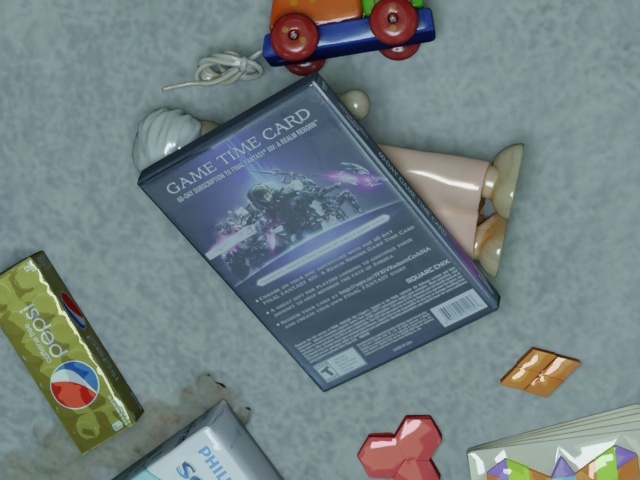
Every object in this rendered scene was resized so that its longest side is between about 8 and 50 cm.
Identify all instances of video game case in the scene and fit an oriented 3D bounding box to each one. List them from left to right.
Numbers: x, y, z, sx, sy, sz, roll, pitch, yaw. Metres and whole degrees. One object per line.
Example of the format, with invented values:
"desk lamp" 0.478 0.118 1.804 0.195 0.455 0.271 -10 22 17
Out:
"video game case" 0.000 0.000 1.623 0.196 0.026 0.274 -28 116 27

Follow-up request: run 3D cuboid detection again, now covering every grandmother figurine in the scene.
"grandmother figurine" -0.002 -0.048 1.665 0.342 0.104 0.208 12 111 4

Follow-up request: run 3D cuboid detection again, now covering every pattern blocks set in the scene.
"pattern blocks set" 0.226 0.240 1.716 0.325 0.026 0.285 -23 94 5

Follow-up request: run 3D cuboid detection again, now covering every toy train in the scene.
"toy train" -0.030 -0.221 1.649 0.248 0.105 0.143 -9 85 4

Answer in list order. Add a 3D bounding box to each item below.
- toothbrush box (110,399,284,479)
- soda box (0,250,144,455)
"toothbrush box" -0.147 0.321 1.696 0.295 0.126 0.216 -37 93 7
"soda box" -0.238 0.102 1.712 0.061 0.058 0.181 -31 93 6
